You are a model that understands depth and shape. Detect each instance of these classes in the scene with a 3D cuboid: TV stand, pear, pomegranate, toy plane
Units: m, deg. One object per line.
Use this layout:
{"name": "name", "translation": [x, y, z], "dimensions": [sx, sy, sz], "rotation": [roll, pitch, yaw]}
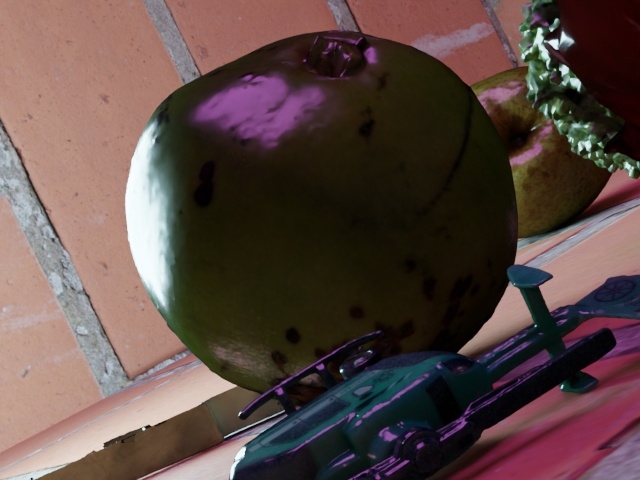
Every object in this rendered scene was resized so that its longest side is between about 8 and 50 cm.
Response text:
{"name": "TV stand", "translation": [-0.135, 0.166, 0.913], "dimensions": [0.249, 0.036, 0.042], "rotation": [-26, -1, 16]}
{"name": "pear", "translation": [0.230, -0.099, 1.289], "dimensions": [0.228, 0.188, 0.211], "rotation": [-24, -2, 9]}
{"name": "pomegranate", "translation": [0.000, 0.000, 0.728], "dimensions": [0.254, 0.270, 0.254], "rotation": [6, 23, -3]}
{"name": "toy plane", "translation": [0.046, 0.070, 0.489], "dimensions": [0.235, 0.060, 0.096], "rotation": [-29, 9, -12]}

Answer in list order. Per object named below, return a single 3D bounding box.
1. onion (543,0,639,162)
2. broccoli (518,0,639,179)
{"name": "onion", "translation": [0.256, -0.174, 0.464], "dimensions": [0.341, 0.341, 0.341], "rotation": [-26, 0, 0]}
{"name": "broccoli", "translation": [0.333, -0.189, 0.828], "dimensions": [0.375, 0.302, 0.249], "rotation": [-51, -23, 1]}
